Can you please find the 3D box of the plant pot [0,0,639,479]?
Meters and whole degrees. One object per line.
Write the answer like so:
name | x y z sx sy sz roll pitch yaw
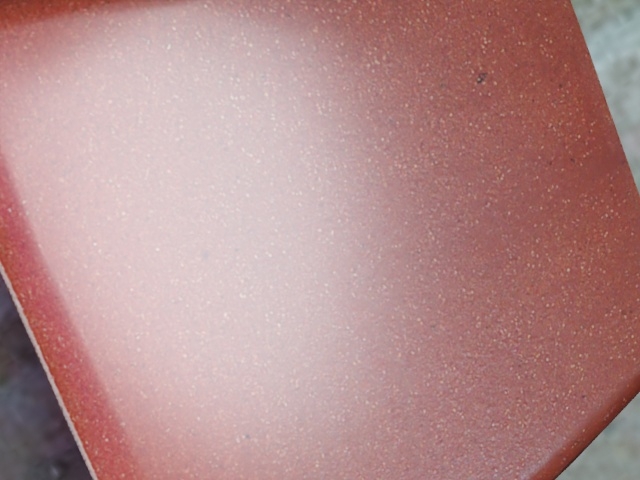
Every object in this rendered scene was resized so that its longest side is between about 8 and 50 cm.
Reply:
plant pot | 0.000 0.000 0.437 0.236 0.267 0.267 -23 97 -8
